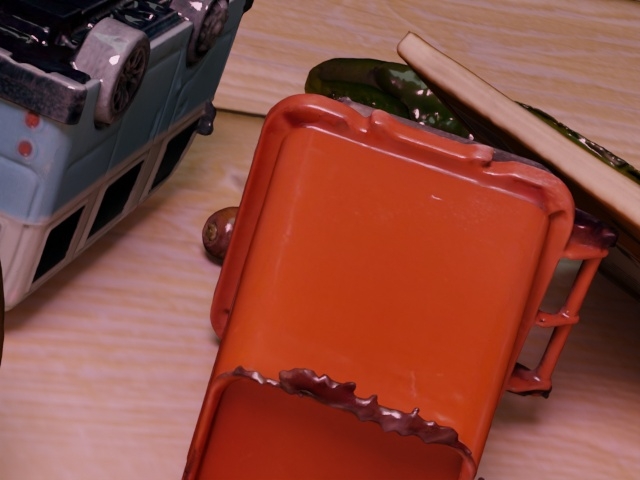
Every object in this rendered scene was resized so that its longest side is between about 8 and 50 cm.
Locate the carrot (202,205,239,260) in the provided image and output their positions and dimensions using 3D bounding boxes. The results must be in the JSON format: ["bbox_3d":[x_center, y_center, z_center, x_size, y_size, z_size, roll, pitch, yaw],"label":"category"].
[{"bbox_3d":[-0.001,-0.001,0.996,0.165,0.036,0.035,1,29,-37],"label":"carrot"}]

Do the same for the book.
[{"bbox_3d":[0.174,0.003,0.945,0.208,0.020,0.295,40,0,40],"label":"book"}]

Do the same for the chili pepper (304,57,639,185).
[{"bbox_3d":[0.143,-0.055,1.161,0.359,0.076,0.085,29,20,20],"label":"chili pepper"}]

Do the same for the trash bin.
[{"bbox_3d":[0.032,0.058,0.763,0.184,0.161,0.239,18,32,0],"label":"trash bin"}]

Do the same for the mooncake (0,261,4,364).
[{"bbox_3d":[-0.241,0.007,0.604,0.234,0.235,0.117,7,29,-23],"label":"mooncake"}]

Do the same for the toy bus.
[{"bbox_3d":[-0.145,-0.077,0.893,0.133,0.165,0.271,23,24,8],"label":"toy bus"}]
